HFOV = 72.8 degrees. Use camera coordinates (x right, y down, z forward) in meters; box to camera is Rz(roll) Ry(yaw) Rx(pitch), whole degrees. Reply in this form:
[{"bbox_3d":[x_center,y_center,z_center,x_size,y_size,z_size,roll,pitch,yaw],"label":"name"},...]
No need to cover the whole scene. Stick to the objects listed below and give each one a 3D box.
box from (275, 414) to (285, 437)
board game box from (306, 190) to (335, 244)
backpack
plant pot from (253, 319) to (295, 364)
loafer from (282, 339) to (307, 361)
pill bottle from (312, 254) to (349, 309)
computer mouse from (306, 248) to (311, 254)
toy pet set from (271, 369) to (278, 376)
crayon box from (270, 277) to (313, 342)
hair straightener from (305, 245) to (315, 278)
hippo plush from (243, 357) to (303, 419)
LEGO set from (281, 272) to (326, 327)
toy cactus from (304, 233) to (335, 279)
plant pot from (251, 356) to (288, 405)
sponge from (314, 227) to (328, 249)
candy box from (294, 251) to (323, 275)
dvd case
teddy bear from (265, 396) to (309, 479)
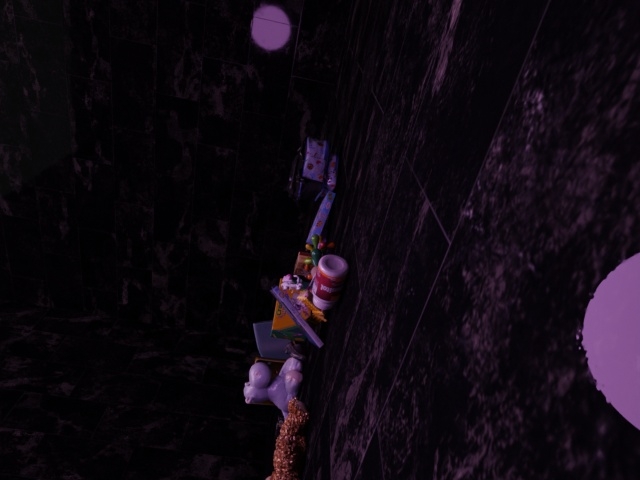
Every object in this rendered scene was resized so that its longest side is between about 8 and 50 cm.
[{"bbox_3d":[-0.168,0.845,1.967,0.052,0.062,0.083,178,103,-83],"label":"box"},{"bbox_3d":[0.001,-0.096,1.897,0.160,0.039,0.211,135,158,-75],"label":"board game box"},{"bbox_3d":[-0.024,-0.320,1.934,0.276,0.213,0.263,142,131,-73],"label":"backpack"},{"bbox_3d":[-0.269,0.609,2.618,0.247,0.248,0.252,131,133,-79],"label":"plant pot"},{"bbox_3d":[-0.106,0.475,1.870,0.170,0.062,0.061,10,67,56],"label":"loafer"},{"bbox_3d":[0.024,0.121,1.228,0.086,0.086,0.152,-87,8,-52],"label":"pill bottle"},{"bbox_3d":[-0.061,0.060,2.219,0.242,0.041,0.071,74,-148,-76],"label":"computer mouse"},{"bbox_3d":[-0.203,0.704,2.328,0.065,0.122,0.114,-34,12,48],"label":"toy pet set"},{"bbox_3d":[-0.128,0.320,2.010,0.081,0.165,0.278,107,171,-50],"label":"crayon box"},{"bbox_3d":[-0.038,0.080,2.156,0.089,0.047,0.230,136,144,-80],"label":"hair straightener"},{"bbox_3d":[-0.215,0.639,1.930,0.234,0.236,0.294,-105,26,-77],"label":"hippo plush"},{"bbox_3d":[-0.018,0.199,1.459,0.107,0.132,0.287,-62,-33,-29],"label":"LEGO set"},{"bbox_3d":[-0.003,0.091,1.527,0.180,0.112,0.219,-99,16,-54],"label":"toy cactus"},{"bbox_3d":[-0.249,0.679,2.159,0.187,0.212,0.212,-179,99,-73],"label":"plant pot"},{"bbox_3d":[0.000,0.000,1.998,0.210,0.031,0.117,-150,70,-84],"label":"sponge"},{"bbox_3d":[-0.056,0.111,1.963,0.186,0.109,0.053,114,165,-65],"label":"candy box"},{"bbox_3d":[-0.087,0.254,1.473,0.022,0.253,0.180,-39,0,-13],"label":"dvd case"},{"bbox_3d":[-0.109,0.686,1.418,0.245,0.113,0.338,114,165,-77],"label":"teddy bear"}]
